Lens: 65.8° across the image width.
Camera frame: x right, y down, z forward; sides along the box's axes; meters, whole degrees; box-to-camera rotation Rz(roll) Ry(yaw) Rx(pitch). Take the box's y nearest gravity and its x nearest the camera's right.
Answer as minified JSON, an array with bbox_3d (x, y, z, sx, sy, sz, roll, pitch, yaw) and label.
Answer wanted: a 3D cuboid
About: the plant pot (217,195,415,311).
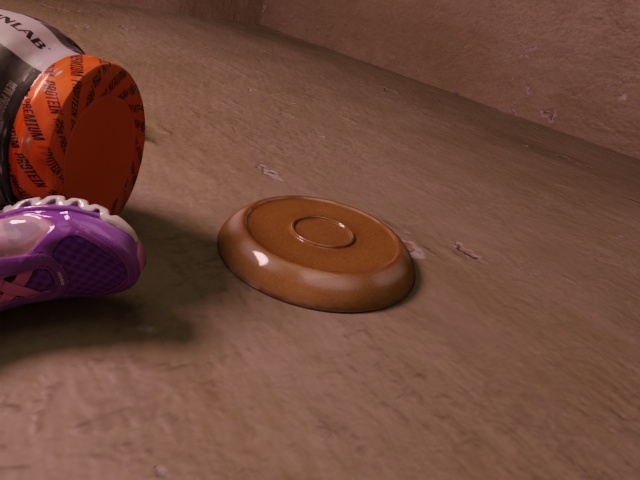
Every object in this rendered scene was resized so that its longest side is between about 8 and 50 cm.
[{"bbox_3d":[0.000,0.000,0.579,0.236,0.032,0.236,10,26,-5],"label":"plant pot"}]

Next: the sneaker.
[{"bbox_3d":[-0.255,0.026,0.364,0.236,0.095,0.104,2,35,-11],"label":"sneaker"}]

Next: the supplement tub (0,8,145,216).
[{"bbox_3d":[-0.359,-0.120,0.460,0.338,0.207,0.207,14,27,3],"label":"supplement tub"}]
